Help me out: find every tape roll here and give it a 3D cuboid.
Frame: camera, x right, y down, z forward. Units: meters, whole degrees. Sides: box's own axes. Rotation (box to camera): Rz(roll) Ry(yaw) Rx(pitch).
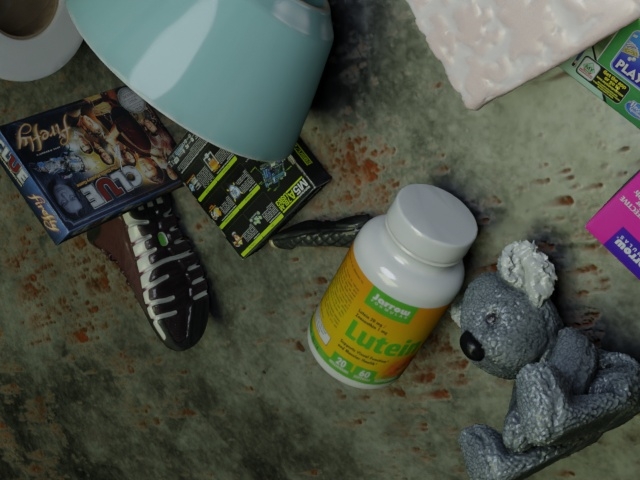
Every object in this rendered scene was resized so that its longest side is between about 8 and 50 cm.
[{"bbox_3d":[-0.460,-0.344,1.275,0.169,0.246,0.246,11,118,34],"label":"tape roll"}]

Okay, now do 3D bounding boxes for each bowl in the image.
[{"bbox_3d":[-0.107,-0.251,1.039,0.311,0.311,0.163,46,113,11],"label":"bowl"}]

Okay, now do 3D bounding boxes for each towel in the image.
[{"bbox_3d":[0.180,-0.325,0.851,0.317,0.053,0.331,-29,92,44],"label":"towel"}]

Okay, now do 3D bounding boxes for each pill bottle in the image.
[{"bbox_3d":[0.087,0.055,1.116,0.136,0.136,0.245,40,130,16],"label":"pill bottle"}]

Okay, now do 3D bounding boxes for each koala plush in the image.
[{"bbox_3d":[0.232,0.126,1.040,0.221,0.203,0.196,61,149,26],"label":"koala plush"}]

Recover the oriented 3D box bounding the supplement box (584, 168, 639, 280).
[{"bbox_3d":[0.369,-0.060,0.858,0.111,0.114,0.220,45,133,10],"label":"supplement box"}]

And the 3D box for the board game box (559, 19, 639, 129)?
[{"bbox_3d":[0.253,-0.282,0.882,0.317,0.046,0.213,42,132,14],"label":"board game box"}]

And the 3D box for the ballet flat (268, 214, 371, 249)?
[{"bbox_3d":[0.000,0.000,1.213,0.173,0.057,0.049,-4,113,40],"label":"ballet flat"}]

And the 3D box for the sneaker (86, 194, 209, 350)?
[{"bbox_3d":[-0.272,0.036,1.427,0.163,0.106,0.281,-15,92,47],"label":"sneaker"}]

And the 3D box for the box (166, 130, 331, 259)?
[{"bbox_3d":[-0.102,-0.096,1.255,0.184,0.045,0.191,50,132,4],"label":"box"}]

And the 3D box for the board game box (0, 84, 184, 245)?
[{"bbox_3d":[-0.303,-0.111,1.268,0.042,0.243,0.165,-37,88,42],"label":"board game box"}]
